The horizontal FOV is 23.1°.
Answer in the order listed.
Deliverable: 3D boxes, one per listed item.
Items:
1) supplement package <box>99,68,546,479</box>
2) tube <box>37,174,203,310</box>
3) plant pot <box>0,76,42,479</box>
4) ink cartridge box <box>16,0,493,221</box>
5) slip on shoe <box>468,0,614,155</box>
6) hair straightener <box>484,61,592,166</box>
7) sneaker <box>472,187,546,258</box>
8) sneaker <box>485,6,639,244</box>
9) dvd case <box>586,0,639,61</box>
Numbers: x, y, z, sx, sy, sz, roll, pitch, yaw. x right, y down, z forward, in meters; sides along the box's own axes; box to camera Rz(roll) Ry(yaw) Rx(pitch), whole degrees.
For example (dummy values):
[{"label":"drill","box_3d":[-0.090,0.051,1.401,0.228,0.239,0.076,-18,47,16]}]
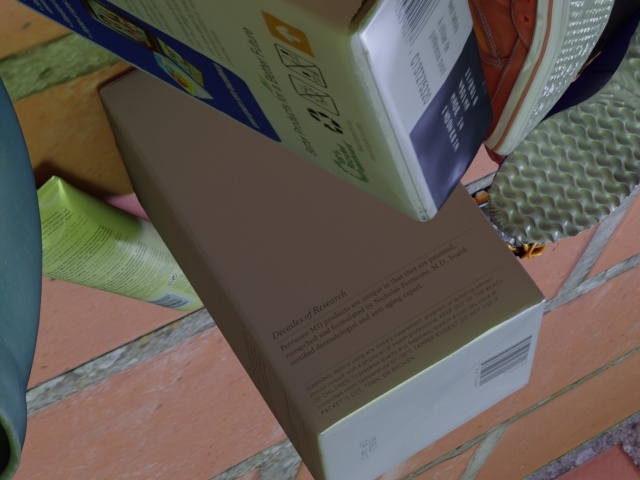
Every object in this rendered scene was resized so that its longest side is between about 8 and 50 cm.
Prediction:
[{"label":"supplement package","box_3d":[0.000,0.000,1.097,0.175,0.293,0.177,-31,159,-10]},{"label":"tube","box_3d":[-0.163,0.005,1.205,0.240,0.062,0.070,21,80,-60]},{"label":"plant pot","box_3d":[-0.244,-0.031,0.661,0.293,0.196,0.293,9,152,5]},{"label":"ink cartridge box","box_3d":[-0.111,-0.139,0.607,0.069,0.371,0.176,-59,161,-10]},{"label":"slip on shoe","box_3d":[0.160,-0.182,1.213,0.123,0.101,0.331,-50,162,-22]},{"label":"hair straightener","box_3d":[0.251,-0.154,1.511,0.230,0.047,0.089,-43,-176,5]},{"label":"sneaker","box_3d":[0.199,-0.013,1.657,0.215,0.083,0.084,-32,160,-4]},{"label":"sneaker","box_3d":[0.267,-0.115,1.399,0.293,0.102,0.146,-48,179,9]},{"label":"dvd case","box_3d":[0.219,-0.201,1.361,0.238,0.029,0.179,-43,157,19]}]
